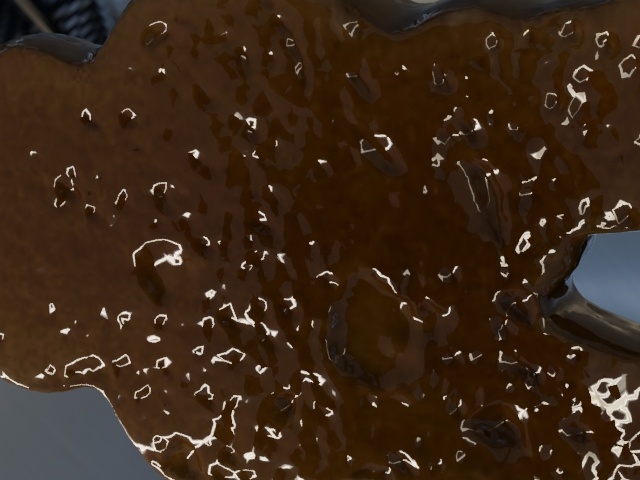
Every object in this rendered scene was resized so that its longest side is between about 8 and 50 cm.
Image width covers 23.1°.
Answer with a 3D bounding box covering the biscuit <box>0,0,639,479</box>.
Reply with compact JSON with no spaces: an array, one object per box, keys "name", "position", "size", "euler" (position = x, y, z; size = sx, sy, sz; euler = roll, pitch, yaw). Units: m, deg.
[{"name":"biscuit","position":[0.001,-0.001,0.477],"size":[0.295,0.186,0.044],"euler":[10,-164,20]}]
